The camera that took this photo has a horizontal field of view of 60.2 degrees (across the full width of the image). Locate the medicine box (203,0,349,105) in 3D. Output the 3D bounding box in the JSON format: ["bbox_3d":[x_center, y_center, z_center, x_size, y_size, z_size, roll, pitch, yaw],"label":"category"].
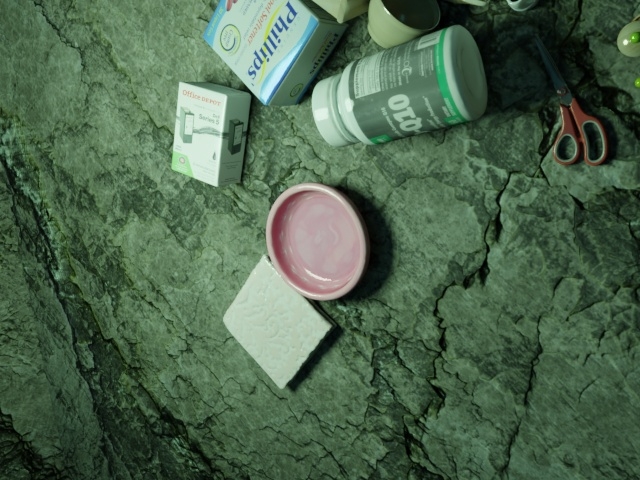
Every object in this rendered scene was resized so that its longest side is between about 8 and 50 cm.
[{"bbox_3d":[-0.122,-0.545,1.440,0.289,0.149,0.263,49,124,15],"label":"medicine box"}]

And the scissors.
[{"bbox_3d":[0.523,-0.297,1.151,0.109,0.021,0.296,-8,97,38],"label":"scissors"}]

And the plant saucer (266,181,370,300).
[{"bbox_3d":[0.000,0.000,1.541,0.332,0.084,0.331,9,106,32],"label":"plant saucer"}]

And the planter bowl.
[{"bbox_3d":[0.174,-0.508,1.258,0.162,0.162,0.109,59,148,7],"label":"planter bowl"}]

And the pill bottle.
[{"bbox_3d":[0.174,-0.334,1.262,0.361,0.204,0.204,-8,97,36],"label":"pill bottle"}]

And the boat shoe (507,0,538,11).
[{"bbox_3d":[0.406,-0.600,1.106,0.095,0.084,0.257,-1,102,35],"label":"boat shoe"}]

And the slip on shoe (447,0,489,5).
[{"bbox_3d":[0.308,-0.541,1.218,0.135,0.051,0.041,26,156,18],"label":"slip on shoe"}]

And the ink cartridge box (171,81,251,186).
[{"bbox_3d":[-0.330,-0.324,1.659,0.199,0.115,0.272,22,114,28],"label":"ink cartridge box"}]

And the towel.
[{"bbox_3d":[-0.138,0.254,1.721,0.317,0.053,0.331,45,123,15],"label":"towel"}]

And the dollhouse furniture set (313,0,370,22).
[{"bbox_3d":[0.048,-0.720,1.167,0.256,0.362,0.394,43,149,18],"label":"dollhouse furniture set"}]

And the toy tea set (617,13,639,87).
[{"bbox_3d":[0.687,-0.293,0.972,0.336,0.124,0.199,26,116,26],"label":"toy tea set"}]
